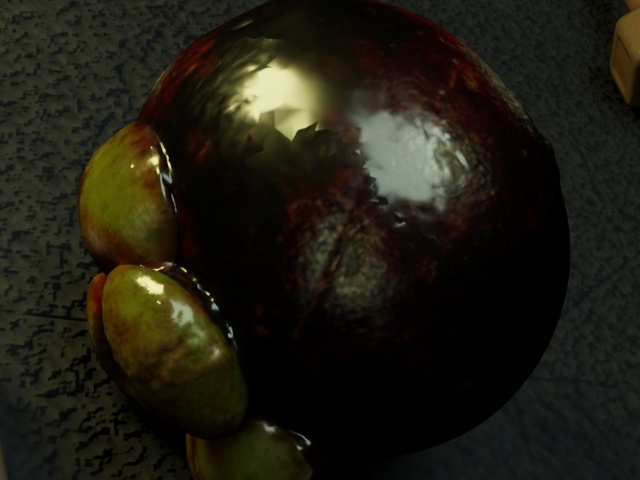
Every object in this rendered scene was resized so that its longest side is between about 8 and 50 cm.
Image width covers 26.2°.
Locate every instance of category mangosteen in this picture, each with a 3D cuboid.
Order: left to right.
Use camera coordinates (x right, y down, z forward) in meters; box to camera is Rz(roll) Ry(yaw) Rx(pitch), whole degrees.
[{"bbox_3d":[0.000,0.000,0.563,0.210,0.210,0.210,17,46,-18],"label":"mangosteen"}]

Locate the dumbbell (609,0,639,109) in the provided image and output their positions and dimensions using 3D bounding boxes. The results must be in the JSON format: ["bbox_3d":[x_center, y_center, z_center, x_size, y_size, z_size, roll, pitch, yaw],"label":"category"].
[{"bbox_3d":[0.211,-0.188,0.928,0.082,0.092,0.231,-14,56,-4],"label":"dumbbell"}]

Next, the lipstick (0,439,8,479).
[{"bbox_3d":[-0.135,0.113,0.463,0.070,0.070,0.254,1,52,-30],"label":"lipstick"}]
